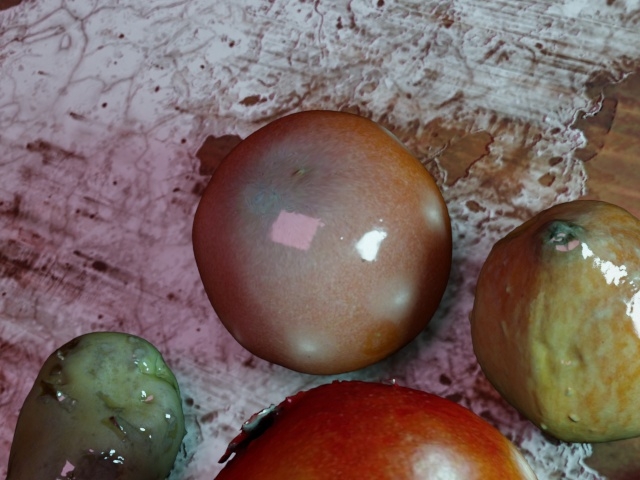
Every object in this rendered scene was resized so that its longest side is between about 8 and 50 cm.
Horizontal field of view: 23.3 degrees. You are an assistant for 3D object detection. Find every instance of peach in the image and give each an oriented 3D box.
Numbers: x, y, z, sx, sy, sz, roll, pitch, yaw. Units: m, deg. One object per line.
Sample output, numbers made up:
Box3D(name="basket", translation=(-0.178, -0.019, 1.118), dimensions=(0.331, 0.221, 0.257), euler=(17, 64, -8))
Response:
Box3D(name="peach", translation=(0.028, 0.295, 1.234), dimensions=(0.370, 0.370, 0.370), euler=(-11, 58, 19))
Box3D(name="peach", translation=(0.228, 0.065, 1.351), dimensions=(0.233, 0.232, 0.232), euler=(-11, 58, 19))

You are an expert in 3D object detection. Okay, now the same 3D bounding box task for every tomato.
Box3D(name="tomato", translation=(0.000, 0.000, 1.503), dimensions=(0.256, 0.224, 0.255), euler=(-7, 55, 11))

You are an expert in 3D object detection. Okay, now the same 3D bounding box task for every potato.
Box3D(name="potato", translation=(-0.229, 0.215, 1.523), dimensions=(0.165, 0.165, 0.262), euler=(5, 61, 27))
